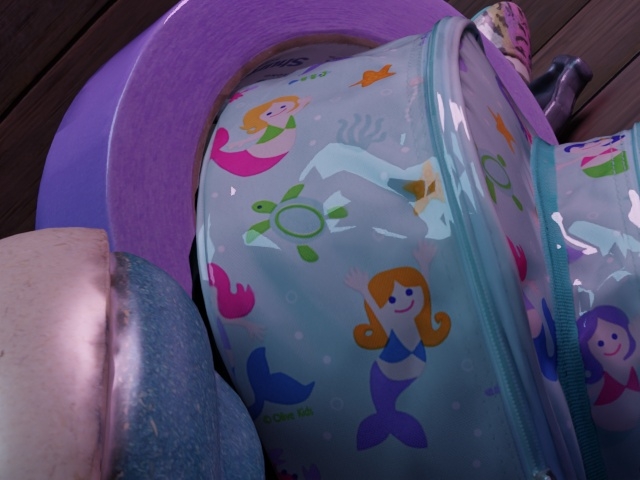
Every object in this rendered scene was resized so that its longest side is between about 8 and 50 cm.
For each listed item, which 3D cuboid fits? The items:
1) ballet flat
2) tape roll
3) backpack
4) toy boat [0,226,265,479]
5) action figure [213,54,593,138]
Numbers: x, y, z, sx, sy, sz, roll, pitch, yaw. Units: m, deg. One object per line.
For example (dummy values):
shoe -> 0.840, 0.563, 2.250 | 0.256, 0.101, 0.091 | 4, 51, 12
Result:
ballet flat -> 0.099, -0.071, 1.251 | 0.221, 0.077, 0.079 | -54, 33, -8
tape roll -> 0.000, 0.000, 0.884 | 0.090, 0.275, 0.275 | -28, 23, 56
backpack -> 0.059, 0.049, 0.627 | 0.191, 0.253, 0.225 | -21, 20, 15
toy boat -> -0.070, 0.170, 0.487 | 0.318, 0.148, 0.267 | -96, 18, -50
action figure -> 0.003, -0.031, 1.123 | 0.330, 0.178, 0.341 | 4, 53, 45
